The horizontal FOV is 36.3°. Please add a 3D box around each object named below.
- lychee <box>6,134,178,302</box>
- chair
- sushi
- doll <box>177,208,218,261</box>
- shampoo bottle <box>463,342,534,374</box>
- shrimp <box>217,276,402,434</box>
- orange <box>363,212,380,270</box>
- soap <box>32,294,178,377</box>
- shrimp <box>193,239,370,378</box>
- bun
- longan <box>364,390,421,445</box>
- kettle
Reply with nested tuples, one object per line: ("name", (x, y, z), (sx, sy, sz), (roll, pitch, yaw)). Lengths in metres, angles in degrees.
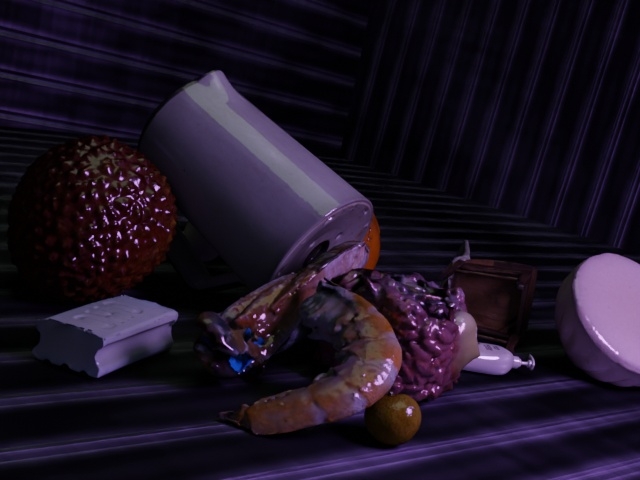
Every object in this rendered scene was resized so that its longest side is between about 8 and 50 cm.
("lychee", (-0.376, -0.032, 1.612), (0.275, 0.276, 0.304), (14, 50, 10))
("chair", (0.321, 0.109, 1.910), (0.186, 0.160, 0.319), (9, 11, 16))
("sushi", (0.134, 0.140, 1.519), (0.236, 0.171, 0.270), (17, 8, 24))
("doll", (-0.237, -0.091, 1.963), (0.144, 0.208, 0.271), (19, 39, -57))
("shampoo bottle", (0.298, 0.205, 1.682), (0.151, 0.045, 0.077), (11, 11, -9))
("shrimp", (0.012, 0.169, 1.307), (0.185, 0.068, 0.287), (11, 44, 26))
("orange", (0.000, 0.000, 1.902), (0.240, 0.240, 0.240), (11, 11, -2))
("soap", (-0.300, 0.131, 1.386), (0.114, 0.063, 0.198), (14, 11, 19))
("shrimp", (-0.049, 0.103, 1.485), (0.110, 0.221, 0.445), (47, 29, 9))
("bun", (0.532, 0.171, 1.816), (0.263, 0.175, 0.263), (16, 50, -19))
("longan", (0.094, 0.227, 1.282), (0.075, 0.083, 0.075), (-4, -23, -2))
("kettle", (-0.148, -0.052, 1.729), (0.376, 0.361, 0.250), (44, 34, 20))
